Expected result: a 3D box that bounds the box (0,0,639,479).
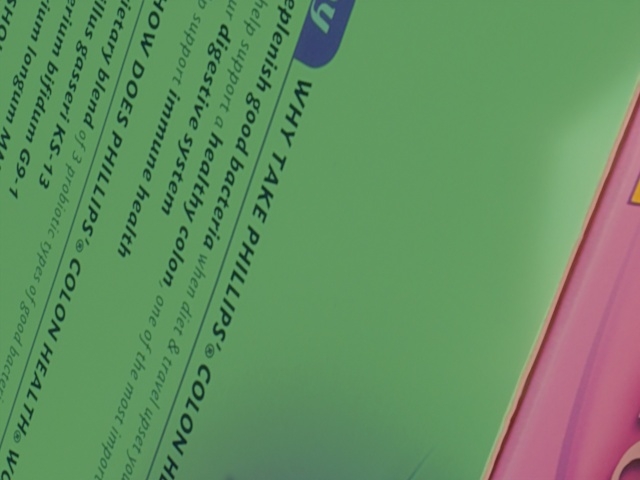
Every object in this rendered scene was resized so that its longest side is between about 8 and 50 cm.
[{"bbox_3d":[0.000,0.000,0.460,0.243,0.117,0.213,35,111,44],"label":"box"}]
